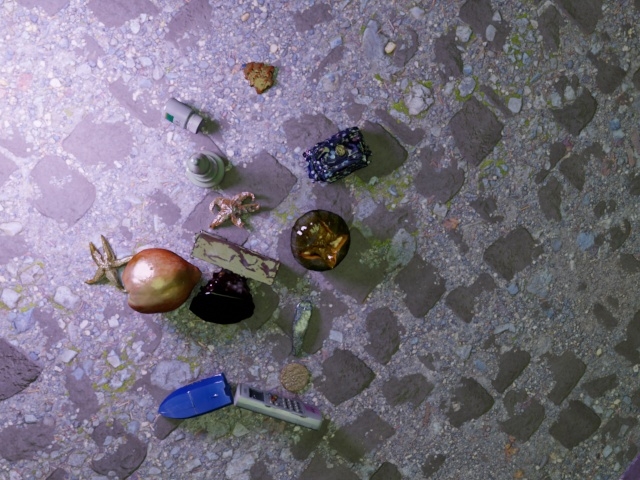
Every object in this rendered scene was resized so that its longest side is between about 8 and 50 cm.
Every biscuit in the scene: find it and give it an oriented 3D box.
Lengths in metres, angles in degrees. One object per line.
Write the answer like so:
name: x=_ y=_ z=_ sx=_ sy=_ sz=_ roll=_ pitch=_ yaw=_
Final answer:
biscuit: x=-0.234 y=-0.611 z=1.488 sx=0.129 sy=0.019 sz=0.120 roll=27 pitch=89 yaw=-9
biscuit: x=-0.102 y=0.540 z=1.593 sx=0.120 sy=0.015 sz=0.120 roll=-1 pitch=94 yaw=-10

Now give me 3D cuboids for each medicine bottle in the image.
medicine bottle: x=-0.485 y=-0.439 z=1.429 sx=0.130 sy=0.080 sz=0.080 roll=31 pitch=89 yaw=-10

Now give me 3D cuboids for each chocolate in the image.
chocolate: x=-0.350 y=0.185 z=1.487 sx=0.223 sy=0.206 sz=0.177 roll=16 pitch=47 yaw=-19
chocolate: x=-0.310 y=0.058 z=1.480 sx=0.320 sy=0.112 sz=0.112 roll=22 pitch=92 yaw=-11

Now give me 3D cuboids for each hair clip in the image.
hair clip: x=-0.078 y=0.344 z=1.573 sx=0.065 sy=0.036 sz=0.230 roll=11 pitch=92 yaw=-3

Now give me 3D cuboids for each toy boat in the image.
toy boat: x=-0.473 y=0.594 z=1.508 sx=0.294 sy=0.088 sz=0.130 roll=-20 pitch=92 yaw=4

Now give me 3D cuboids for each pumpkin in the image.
pumpkin: x=-0.001 y=-0.002 z=1.499 sx=0.237 sy=0.159 sz=0.238 roll=-9 pitch=115 yaw=-20

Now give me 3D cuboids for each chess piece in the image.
chess piece: x=-0.402 y=-0.253 z=1.359 sx=0.138 sy=0.271 sz=0.139 roll=0 pitch=93 yaw=-8

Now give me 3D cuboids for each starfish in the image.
starfish: x=-0.754 y=0.087 z=1.448 sx=0.216 sy=0.050 sz=0.224 roll=-28 pitch=103 yaw=-14
starfish: x=-0.329 y=-0.108 z=1.504 sx=0.209 sy=0.053 sz=0.150 roll=-37 pitch=86 yaw=0

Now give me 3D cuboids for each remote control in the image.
remote control: x=-0.159 y=0.629 z=1.527 sx=0.343 sy=0.145 sz=0.050 roll=21 pitch=86 yaw=-11

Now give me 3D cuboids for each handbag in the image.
handbag: x=0.068 y=-0.316 z=1.512 sx=0.260 sy=0.113 sz=0.162 roll=-27 pitch=104 yaw=-14

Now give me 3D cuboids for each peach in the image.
peach: x=-0.541 y=0.136 z=1.395 sx=0.256 sy=0.232 sz=0.233 roll=-16 pitch=97 yaw=-17
